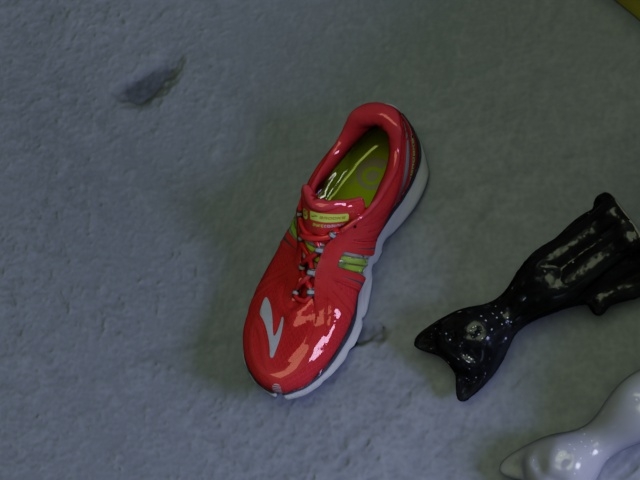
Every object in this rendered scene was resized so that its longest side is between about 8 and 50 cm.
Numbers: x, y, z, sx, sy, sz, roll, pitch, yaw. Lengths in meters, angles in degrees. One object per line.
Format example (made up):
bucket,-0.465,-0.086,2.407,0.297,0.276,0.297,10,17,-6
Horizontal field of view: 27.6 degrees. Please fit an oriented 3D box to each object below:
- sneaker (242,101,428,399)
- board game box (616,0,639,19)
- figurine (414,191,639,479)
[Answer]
sneaker,0.000,0.000,1.137,0.107,0.118,0.279,20,76,19
board game box,0.358,-0.309,1.193,0.242,0.064,0.316,-42,67,-4
figurine,0.213,0.105,1.077,0.209,0.092,0.215,-35,68,8
